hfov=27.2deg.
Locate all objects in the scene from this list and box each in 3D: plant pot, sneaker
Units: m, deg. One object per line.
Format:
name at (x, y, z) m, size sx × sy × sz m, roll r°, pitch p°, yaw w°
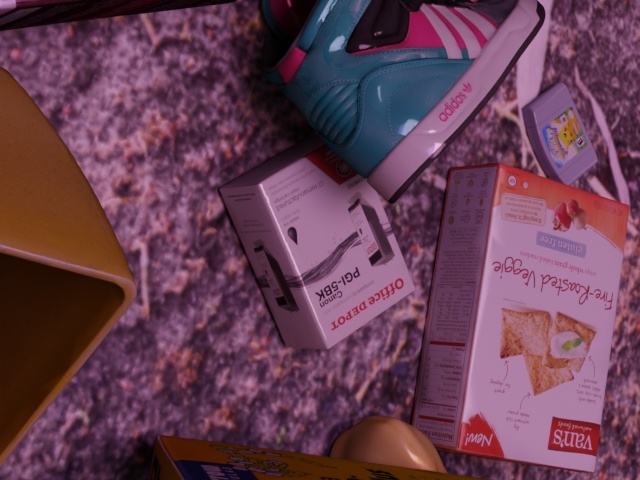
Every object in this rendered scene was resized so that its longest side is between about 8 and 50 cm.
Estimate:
plant pot at (-0.248, -0.004, 0.699) m, size 0.212 × 0.212 × 0.187 m, roll 18°, pitch 38°, yaw -33°
sneaker at (0.050, -0.160, 0.987) m, size 0.178 × 0.124 × 0.295 m, roll 42°, pitch 36°, yaw -2°

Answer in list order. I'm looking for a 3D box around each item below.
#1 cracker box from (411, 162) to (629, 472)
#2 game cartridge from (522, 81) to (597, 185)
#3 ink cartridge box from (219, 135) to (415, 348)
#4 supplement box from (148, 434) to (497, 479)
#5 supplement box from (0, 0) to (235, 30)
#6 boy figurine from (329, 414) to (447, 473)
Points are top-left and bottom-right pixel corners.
cracker box at (0.167, 0.066, 1.094) m, size 0.155 × 0.067 × 0.232 m, roll 14°, pitch 82°, yaw -34°
game cartridge at (0.209, -0.090, 1.158) m, size 0.056 × 0.017 × 0.083 m, roll -37°, pitch 110°, yaw -26°
ink cartridge box at (0.000, 0.000, 0.981) m, size 0.099 × 0.056 × 0.135 m, roll -32°, pitch 107°, yaw -32°
supplement box at (0.059, 0.259, 0.858) m, size 0.356 × 0.195 × 0.194 m, roll 11°, pitch 90°, yaw -14°
supplement box at (-0.128, -0.184, 0.848) m, size 0.239 × 0.130 × 0.073 m, roll -14°, pitch 97°, yaw -36°
boy figurine at (0.092, 0.261, 1.023) m, size 0.177 × 0.092 × 0.285 m, roll -42°, pitch 112°, yaw -28°
